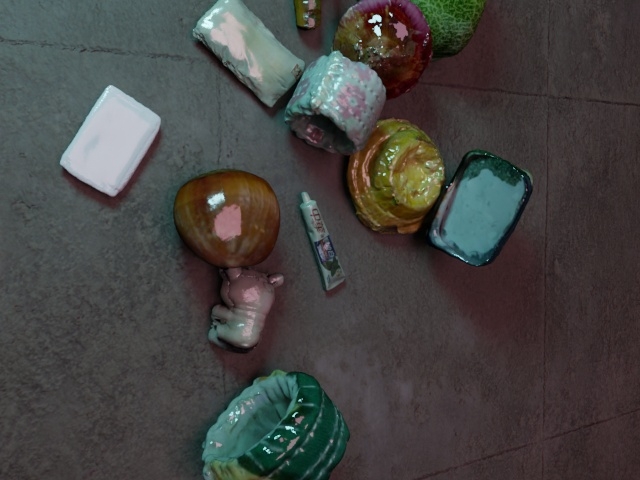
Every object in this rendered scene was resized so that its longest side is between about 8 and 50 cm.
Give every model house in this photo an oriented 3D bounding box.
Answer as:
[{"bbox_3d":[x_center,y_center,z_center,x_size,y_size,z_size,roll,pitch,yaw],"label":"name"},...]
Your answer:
[{"bbox_3d":[0.411,-0.088,1.577,0.291,0.184,0.253,-18,133,-63],"label":"model house"}]

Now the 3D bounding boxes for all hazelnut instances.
[{"bbox_3d":[-0.176,-0.041,1.229,0.214,0.176,0.214,10,54,-14],"label":"hazelnut"}]

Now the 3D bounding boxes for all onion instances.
[{"bbox_3d":[0.133,-0.408,1.381,0.230,0.163,0.230,0,108,-1],"label":"onion"}]

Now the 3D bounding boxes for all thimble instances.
[{"bbox_3d":[0.028,-0.282,1.329,0.185,0.211,0.149,21,78,14],"label":"thimble"},{"bbox_3d":[-0.093,0.401,1.274,0.288,0.254,0.167,-44,113,-19],"label":"thimble"}]

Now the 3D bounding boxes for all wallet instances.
[{"bbox_3d":[-0.383,-0.181,1.187,0.124,0.032,0.183,33,78,-29],"label":"wallet"}]

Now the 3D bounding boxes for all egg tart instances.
[{"bbox_3d":[0.194,-0.147,1.499,0.290,0.115,0.290,-3,97,-30],"label":"egg tart"}]

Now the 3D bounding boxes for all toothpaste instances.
[{"bbox_3d":[0.000,0.000,1.433,0.060,0.038,0.233,-28,110,-25],"label":"toothpaste"}]

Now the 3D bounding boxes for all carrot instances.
[{"bbox_3d":[-0.027,-0.576,1.361,0.070,0.070,0.260,-5,97,-31],"label":"carrot"}]

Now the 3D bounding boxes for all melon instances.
[{"bbox_3d":[0.241,-0.582,1.453,0.331,0.226,0.343,-13,102,10],"label":"melon"}]

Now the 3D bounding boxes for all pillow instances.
[{"bbox_3d":[-0.142,-0.388,1.311,0.229,0.051,0.128,40,78,-27],"label":"pillow"}]

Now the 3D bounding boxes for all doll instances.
[{"bbox_3d":[-0.155,0.134,1.313,0.149,0.095,0.192,10,91,-30],"label":"doll"}]
